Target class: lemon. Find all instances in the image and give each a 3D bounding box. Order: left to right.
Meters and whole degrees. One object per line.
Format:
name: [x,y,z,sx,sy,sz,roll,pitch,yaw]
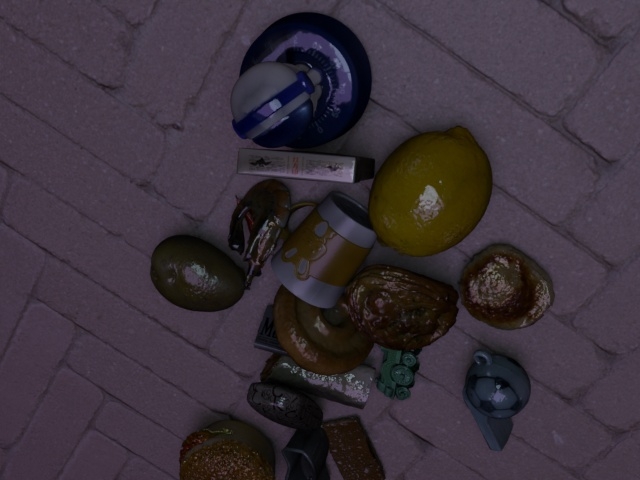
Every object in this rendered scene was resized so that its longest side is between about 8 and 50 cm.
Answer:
lemon: [0.221,-0.092,1.142,0.236,0.236,0.263,36,127,-5]

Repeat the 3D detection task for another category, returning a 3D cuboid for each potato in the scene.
potato: [-0.294,0.088,1.376,0.251,0.159,0.174,19,140,-6]

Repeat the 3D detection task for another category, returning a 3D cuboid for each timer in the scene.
timer: [-0.058,-0.269,1.038,0.270,0.383,0.271,5,115,10]

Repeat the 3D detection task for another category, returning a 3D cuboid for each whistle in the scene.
whistle: [0.436,0.376,1.348,0.163,0.163,0.290,-23,108,20]

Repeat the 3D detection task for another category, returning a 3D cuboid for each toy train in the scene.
toy train: [0.194,0.323,1.422,0.104,0.071,0.178,13,114,15]

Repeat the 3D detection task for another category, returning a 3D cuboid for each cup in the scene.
cup: [0.000,0.000,1.278,0.241,0.185,0.226,47,113,24]

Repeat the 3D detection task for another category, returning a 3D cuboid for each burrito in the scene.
burrito: [-0.015,0.350,1.450,0.299,0.105,0.143,13,145,7]

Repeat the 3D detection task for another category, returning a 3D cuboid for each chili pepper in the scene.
chili pepper: [-0.158,-0.035,1.360,0.045,0.027,0.178,-31,103,17]

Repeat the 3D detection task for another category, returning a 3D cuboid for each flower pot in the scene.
flower pot: [-0.038,0.629,1.573,0.103,0.108,0.229,9,119,21]

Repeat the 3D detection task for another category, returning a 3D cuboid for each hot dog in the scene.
hot dog: [0.187,0.147,1.259,0.272,0.122,0.196,21,117,-32]

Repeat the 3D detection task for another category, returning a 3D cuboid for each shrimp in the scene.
shrimp: [-0.158,-0.027,1.290,0.145,0.059,0.254,24,88,26]

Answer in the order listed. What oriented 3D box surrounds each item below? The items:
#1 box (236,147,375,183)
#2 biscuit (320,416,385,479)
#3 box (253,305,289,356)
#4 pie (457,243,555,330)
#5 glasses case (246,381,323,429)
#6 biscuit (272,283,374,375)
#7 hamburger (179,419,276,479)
box: [-0.009,-0.146,1.093,0.204,0.365,0.051,7,98,10]
biscuit: [0.091,0.597,1.588,0.131,0.025,0.231,-16,110,21]
box: [-0.068,0.239,1.417,0.177,0.115,0.036,15,143,6]
pie: [0.417,0.112,1.271,0.205,0.084,0.179,40,115,-4]
glasses case: [-0.082,0.422,1.416,0.137,0.085,0.355,11,158,17]
biscuit: [0.007,0.211,1.350,0.274,0.213,0.091,37,140,-13]
hamburger: [-0.268,0.660,1.608,0.294,0.179,0.276,24,115,1]
